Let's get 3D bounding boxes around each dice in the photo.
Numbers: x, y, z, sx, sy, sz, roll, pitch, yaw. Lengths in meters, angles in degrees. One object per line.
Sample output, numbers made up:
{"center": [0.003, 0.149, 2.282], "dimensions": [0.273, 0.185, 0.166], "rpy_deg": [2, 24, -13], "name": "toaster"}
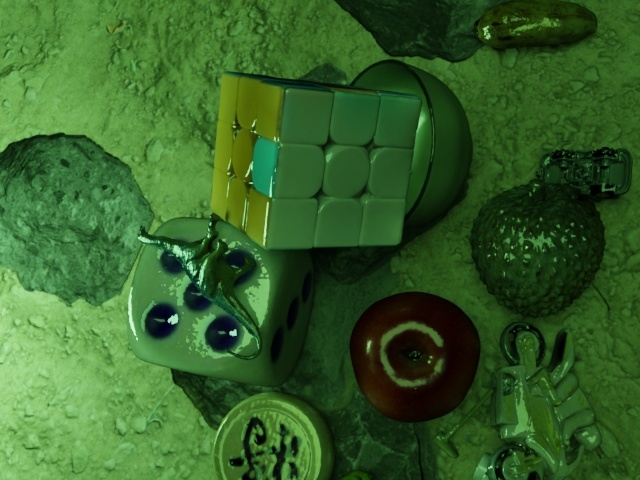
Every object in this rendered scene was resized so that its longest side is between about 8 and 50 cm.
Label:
{"center": [-0.199, 0.129, 1.546], "dimensions": [0.304, 0.277, 0.304], "rpy_deg": [9, 81, 17], "name": "dice"}

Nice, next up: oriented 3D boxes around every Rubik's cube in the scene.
{"center": [-0.020, -0.157, 1.415], "dimensions": [0.291, 0.290, 0.291], "rpy_deg": [30, 116, 56], "name": "Rubik's cube"}

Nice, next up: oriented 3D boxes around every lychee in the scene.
{"center": [0.423, 0.012, 1.450], "dimensions": [0.255, 0.255, 0.274], "rpy_deg": [-10, 113, 11], "name": "lychee"}

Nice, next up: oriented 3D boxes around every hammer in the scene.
{"center": [0.293, 0.357, 1.456], "dimensions": [0.060, 0.028, 0.195], "rpy_deg": [42, 125, 15], "name": "hammer"}

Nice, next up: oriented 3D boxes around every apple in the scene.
{"center": [0.188, 0.227, 1.464], "dimensions": [0.260, 0.216, 0.260], "rpy_deg": [-2, 79, 10], "name": "apple"}

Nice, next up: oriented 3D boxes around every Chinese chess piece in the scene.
{"center": [-0.097, 0.444, 1.540], "dimensions": [0.257, 0.104, 0.257], "rpy_deg": [-3, 76, 13], "name": "Chinese chess piece"}

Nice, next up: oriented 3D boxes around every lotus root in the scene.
{"center": [0.466, -0.477, 1.618], "dimensions": [0.258, 0.097, 0.110], "rpy_deg": [-2, 75, 9], "name": "lotus root"}

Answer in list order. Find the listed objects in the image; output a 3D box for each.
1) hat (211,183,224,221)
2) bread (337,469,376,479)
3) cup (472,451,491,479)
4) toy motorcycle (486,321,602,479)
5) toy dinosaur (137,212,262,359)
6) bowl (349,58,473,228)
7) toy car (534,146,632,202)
{"center": [-0.162, -0.114, 1.682], "dimensions": [0.162, 0.093, 0.112], "rpy_deg": [-24, 73, 8], "name": "hat"}
{"center": [0.064, 0.531, 1.482], "dimensions": [0.139, 0.071, 0.130], "rpy_deg": [-10, 97, -13], "name": "bread"}
{"center": [0.355, 0.468, 1.430], "dimensions": [0.116, 0.104, 0.074], "rpy_deg": [27, 101, 20], "name": "cup"}
{"center": [0.434, 0.326, 1.425], "dimensions": [0.223, 0.108, 0.341], "rpy_deg": [11, 68, -5], "name": "toy motorcycle"}
{"center": [-0.204, 0.053, 1.389], "dimensions": [0.363, 0.076, 0.147], "rpy_deg": [45, 109, 19], "name": "toy dinosaur"}
{"center": [0.189, -0.187, 1.535], "dimensions": [0.185, 0.354, 0.354], "rpy_deg": [0, 73, -32], "name": "bowl"}
{"center": [0.544, -0.130, 1.526], "dimensions": [0.191, 0.100, 0.097], "rpy_deg": [2, 78, 34], "name": "toy car"}
